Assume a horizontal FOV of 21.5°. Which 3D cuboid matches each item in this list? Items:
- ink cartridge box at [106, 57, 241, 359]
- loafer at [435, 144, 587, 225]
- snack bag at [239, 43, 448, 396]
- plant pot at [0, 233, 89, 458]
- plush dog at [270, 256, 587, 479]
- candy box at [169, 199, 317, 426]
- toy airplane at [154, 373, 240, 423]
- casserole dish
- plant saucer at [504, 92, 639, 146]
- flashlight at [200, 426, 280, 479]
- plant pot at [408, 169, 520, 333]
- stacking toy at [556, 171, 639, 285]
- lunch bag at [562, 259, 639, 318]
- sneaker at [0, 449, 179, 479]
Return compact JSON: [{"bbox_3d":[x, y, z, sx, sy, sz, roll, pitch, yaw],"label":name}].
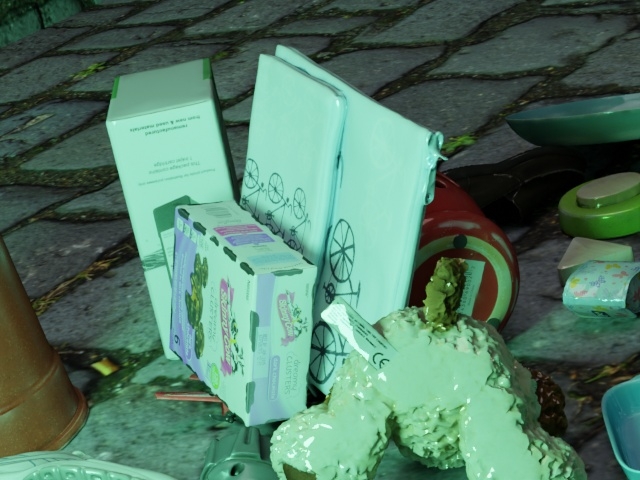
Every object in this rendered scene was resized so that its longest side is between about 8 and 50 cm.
[{"bbox_3d":[-0.151,-0.039,1.925,0.121,0.289,0.211,-12,20,-1],"label":"ink cartridge box"},{"bbox_3d":[0.229,-0.053,2.027,0.220,0.078,0.080,-14,-23,-20],"label":"loafer"},{"bbox_3d":[0.000,0.000,1.673,0.037,0.323,0.342,0,20,-29],"label":"snack bag"},{"bbox_3d":[-0.412,0.099,1.771,0.272,0.265,0.272,-13,20,5],"label":"plant pot"},{"bbox_3d":[0.100,0.129,1.457,0.262,0.211,0.225,4,-7,7],"label":"plush dog"},{"bbox_3d":[-0.081,0.069,1.693,0.070,0.165,0.196,-7,23,-27],"label":"candy box"},{"bbox_3d":[-0.100,0.155,1.740,0.151,0.028,0.151,2,21,-1],"label":"toy airplane"},{"bbox_3d":[0.303,0.164,1.432,0.114,0.037,0.188,-12,21,6],"label":"casserole dish"},{"bbox_3d":[0.393,-0.157,2.119,0.317,0.044,0.317,-8,6,1],"label":"plant saucer"},{"bbox_3d":[-0.072,0.251,1.372,0.103,0.103,0.304,-15,21,6],"label":"flashlight"},{"bbox_3d":[0.095,0.027,1.723,0.191,0.191,0.174,-19,25,-13],"label":"plant pot"},{"bbox_3d":[0.389,-0.073,1.865,0.279,0.130,0.309,-9,21,15],"label":"stacking toy"},{"bbox_3d":[0.292,0.053,1.713,0.071,0.053,0.083,0,15,30],"label":"lunch bag"},{"bbox_3d":[-0.238,0.231,1.539,0.297,0.111,0.129,-3,18,28],"label":"sneaker"}]
